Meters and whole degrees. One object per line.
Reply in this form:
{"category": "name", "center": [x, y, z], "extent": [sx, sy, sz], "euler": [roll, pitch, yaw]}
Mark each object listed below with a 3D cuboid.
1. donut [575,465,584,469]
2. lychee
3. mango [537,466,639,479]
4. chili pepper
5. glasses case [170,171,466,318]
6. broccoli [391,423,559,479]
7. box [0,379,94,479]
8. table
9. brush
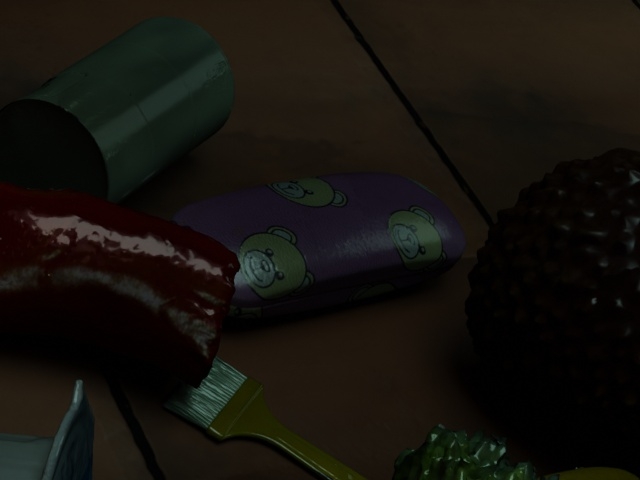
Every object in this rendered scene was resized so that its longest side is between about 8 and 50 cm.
{"category": "donut", "center": [0.188, 0.221, 1.469], "extent": [0.038, 0.067, 0.083], "euler": [65, 19, 8]}
{"category": "lychee", "center": [0.279, 0.058, 1.556], "extent": [0.304, 0.275, 0.275], "euler": [0, 37, 6]}
{"category": "mango", "center": [0.205, 0.242, 1.400], "extent": [0.195, 0.098, 0.137], "euler": [-33, 94, -40]}
{"category": "chili pepper", "center": [-0.238, 0.014, 1.399], "extent": [0.338, 0.131, 0.134], "euler": [14, 21, -10]}
{"category": "glasses case", "center": [0.000, 0.000, 1.608], "extent": [0.316, 0.076, 0.123], "euler": [-11, 51, -41]}
{"category": "broccoli", "center": [0.035, 0.263, 0.995], "extent": [0.397, 0.275, 0.353], "euler": [33, 55, -27]}
{"category": "box", "center": [-0.260, 0.222, 1.048], "extent": [0.206, 0.262, 0.291], "euler": [8, 29, 2]}
{"category": "table", "center": [-0.182, -0.107, 1.583], "extent": [0.126, 0.126, 0.220], "euler": [34, 36, 9]}
{"category": "brush", "center": [-0.025, 0.166, 1.444], "extent": [0.205, 0.011, 0.083], "euler": [32, 35, 6]}
